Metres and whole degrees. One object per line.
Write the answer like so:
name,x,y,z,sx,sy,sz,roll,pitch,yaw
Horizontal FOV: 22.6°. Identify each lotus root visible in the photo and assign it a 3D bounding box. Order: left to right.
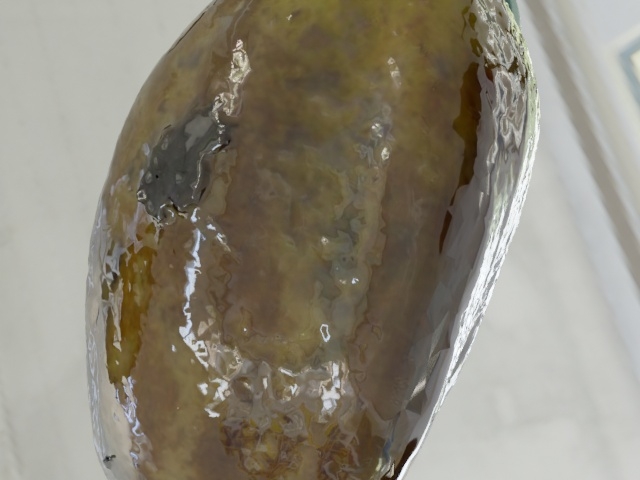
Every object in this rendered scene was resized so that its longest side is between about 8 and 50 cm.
lotus root,-0.008,-0.004,0.713,0.193,0.291,0.193,17,-164,-5

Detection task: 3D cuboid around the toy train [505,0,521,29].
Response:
toy train,0.118,-0.081,1.446,0.086,0.407,0.088,-14,-125,-16
